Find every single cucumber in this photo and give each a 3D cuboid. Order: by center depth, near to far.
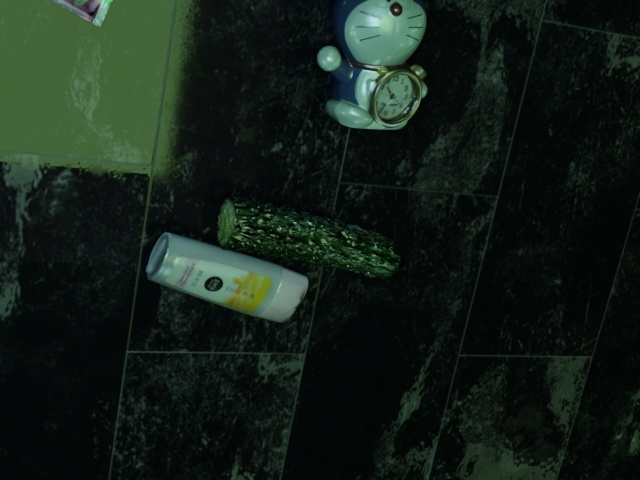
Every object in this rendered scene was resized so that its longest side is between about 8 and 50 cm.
[{"bbox_3d":[0.000,0.000,1.658,0.360,0.096,0.096,11,105,-25],"label":"cucumber"}]

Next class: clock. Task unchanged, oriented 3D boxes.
[{"bbox_3d":[0.084,-0.307,1.552,0.200,0.146,0.243,-3,115,-27],"label":"clock"}]

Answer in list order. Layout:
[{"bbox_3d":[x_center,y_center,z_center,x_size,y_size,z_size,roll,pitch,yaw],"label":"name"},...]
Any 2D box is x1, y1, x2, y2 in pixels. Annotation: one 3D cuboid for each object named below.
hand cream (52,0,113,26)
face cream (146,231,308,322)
[{"bbox_3d":[-0.416,-0.408,1.367,0.275,0.050,0.079,25,124,-34],"label":"hand cream"},{"bbox_3d":[-0.156,0.064,1.632,0.269,0.073,0.107,20,121,-28],"label":"face cream"}]
